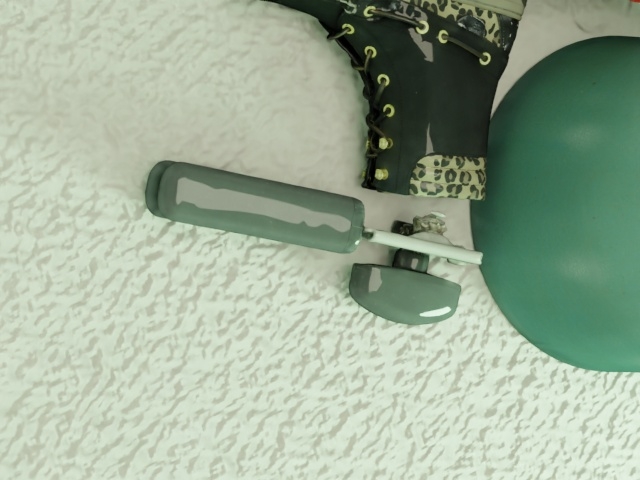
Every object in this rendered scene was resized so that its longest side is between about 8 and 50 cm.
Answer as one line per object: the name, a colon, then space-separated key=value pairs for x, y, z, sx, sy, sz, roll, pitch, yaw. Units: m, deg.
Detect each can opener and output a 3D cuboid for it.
can opener: x=0.000 y=0.000 z=1.200 sx=0.280 sy=0.074 sz=0.093 roll=16 pitch=87 yaw=-22

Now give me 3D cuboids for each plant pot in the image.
plant pot: x=0.304 y=-0.025 z=1.240 sx=0.293 sy=0.235 sz=0.293 roll=-1 pitch=94 yaw=-23

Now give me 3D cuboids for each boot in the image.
boot: x=0.041 y=-0.127 z=1.207 sx=0.236 sy=0.085 sz=0.179 roll=6 pitch=96 yaw=-17

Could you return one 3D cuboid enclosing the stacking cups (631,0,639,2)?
stacking cups: x=0.332 y=-0.213 z=1.268 sx=0.316 sy=0.096 sz=0.096 roll=-1 pitch=93 yaw=-36
